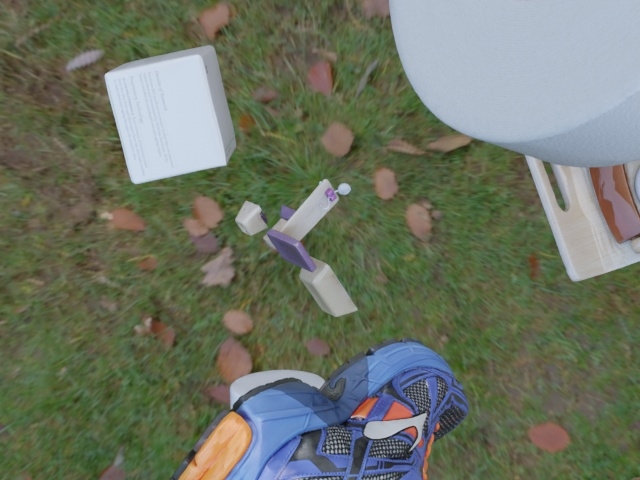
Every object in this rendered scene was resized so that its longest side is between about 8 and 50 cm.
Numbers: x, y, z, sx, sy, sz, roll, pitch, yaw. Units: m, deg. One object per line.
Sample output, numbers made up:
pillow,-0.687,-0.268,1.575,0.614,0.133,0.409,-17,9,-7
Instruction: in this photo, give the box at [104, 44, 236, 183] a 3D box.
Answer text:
box,-0.130,-0.114,1.011,0.087,0.101,0.102,-12,103,4

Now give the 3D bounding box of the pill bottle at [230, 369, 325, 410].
pill bottle,-0.035,0.231,1.039,0.117,0.117,0.208,-3,101,0

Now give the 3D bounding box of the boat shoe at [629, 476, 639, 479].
boat shoe,0.189,0.204,0.436,0.119,0.324,0.123,-8,112,-12

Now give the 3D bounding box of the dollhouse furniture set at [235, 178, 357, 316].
dollhouse furniture set,0.000,0.000,0.997,0.081,0.091,0.114,-48,131,-18

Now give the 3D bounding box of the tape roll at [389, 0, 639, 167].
tape roll,0.179,-0.238,0.693,0.072,0.392,0.392,15,93,-29

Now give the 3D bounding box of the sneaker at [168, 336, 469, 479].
sneaker,0.018,0.111,0.552,0.087,0.221,0.083,49,118,17

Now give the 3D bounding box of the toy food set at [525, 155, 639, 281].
toy food set,0.349,-0.113,1.102,0.306,0.092,0.220,-23,80,30
